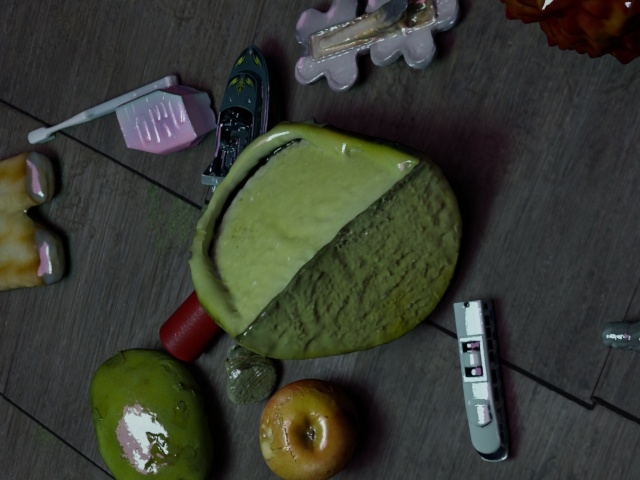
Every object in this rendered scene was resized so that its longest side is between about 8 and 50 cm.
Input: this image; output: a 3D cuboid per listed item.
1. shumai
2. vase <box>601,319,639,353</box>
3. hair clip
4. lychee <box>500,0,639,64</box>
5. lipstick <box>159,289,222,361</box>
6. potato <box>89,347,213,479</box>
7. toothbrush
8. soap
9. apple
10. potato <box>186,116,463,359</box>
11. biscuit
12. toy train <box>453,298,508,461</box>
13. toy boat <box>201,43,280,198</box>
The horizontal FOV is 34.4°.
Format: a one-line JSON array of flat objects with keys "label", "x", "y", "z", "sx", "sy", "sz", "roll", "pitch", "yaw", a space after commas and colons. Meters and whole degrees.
[{"label": "shumai", "x": -0.110, "y": 0.194, "z": 1.539, "sx": 0.083, "sy": 0.082, "sz": 0.080, "roll": -54, "pitch": 25, "yaw": 9}, {"label": "vase", "x": 0.420, "y": 0.110, "z": 1.162, "sx": 0.211, "sy": 0.060, "sz": 0.060, "roll": 1, "pitch": 92, "yaw": 34}, {"label": "hair clip", "x": 0.067, "y": -0.282, "z": 1.392, "sx": 0.257, "sy": 0.075, "sz": 0.146, "roll": -14, "pitch": 81, "yaw": 40}, {"label": "lychee", "x": 0.336, "y": -0.413, "z": 1.007, "sx": 0.424, "sy": 0.424, "sz": 0.500, "roll": 18, "pitch": 77, "yaw": 33}, {"label": "lipstick", "x": -0.148, "y": 0.081, "z": 1.541, "sx": 0.241, "sy": 0.080, "sz": 0.080, "roll": -48, "pitch": 66, "yaw": 27}, {"label": "potato", "x": -0.260, "y": 0.280, "z": 1.582, "sx": 0.253, "sy": 0.148, "sz": 0.186, "roll": 48, "pitch": 118, "yaw": 23}, {"label": "toothbrush", "x": -0.363, "y": -0.213, "z": 1.709, "sx": 0.342, "sy": 0.030, "sz": 0.025, "roll": -15, "pitch": 83, "yaw": 34}, {"label": "soap", "x": -0.235, "y": -0.184, "z": 1.598, "sx": 0.149, "sy": 0.056, "sz": 0.100, "roll": -14, "pitch": 96, "yaw": 33}, {"label": "apple", "x": -0.013, "y": 0.260, "z": 1.415, "sx": 0.146, "sy": 0.146, "sz": 0.146, "roll": 1, "pitch": 92, "yaw": 34}, {"label": "potato", "x": 0.000, "y": 0.000, "z": 1.383, "sx": 0.330, "sy": 0.213, "sz": 0.280, "roll": -45, "pitch": 43, "yaw": 1}, {"label": "biscuit", "x": -0.565, "y": -0.025, "z": 1.833, "sx": 0.291, "sy": 0.062, "sz": 0.237, "roll": -10, "pitch": 86, "yaw": 34}, {"label": "toy train", "x": 0.207, "y": 0.180, "z": 1.320, "sx": 0.043, "sy": 0.047, "sz": 0.207, "roll": -10, "pitch": 85, "yaw": 36}, {"label": "toy boat", "x": -0.111, "y": -0.161, "z": 1.496, "sx": 0.093, "sy": 0.103, "sz": 0.246, "roll": 9, "pitch": 93, "yaw": 37}]
